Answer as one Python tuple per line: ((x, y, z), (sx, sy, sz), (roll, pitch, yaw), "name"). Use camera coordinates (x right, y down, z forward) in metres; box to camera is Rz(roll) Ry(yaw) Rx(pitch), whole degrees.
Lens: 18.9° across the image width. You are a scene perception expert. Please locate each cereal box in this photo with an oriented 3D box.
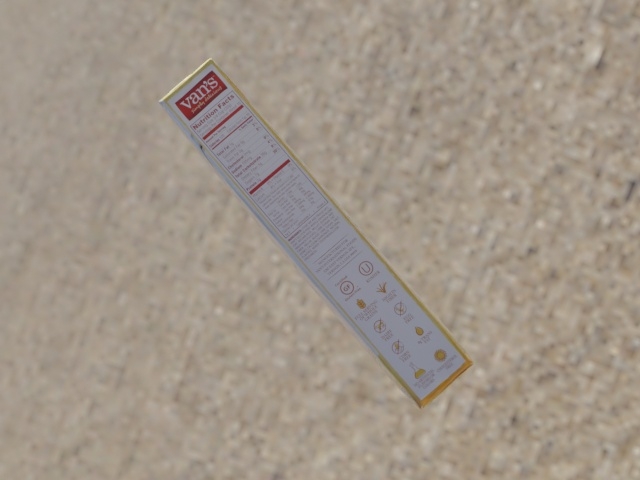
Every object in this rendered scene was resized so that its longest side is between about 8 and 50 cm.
((0.000, 0.000, 1.198), (0.047, 0.240, 0.173), (-41, -5, 0), "cereal box")
